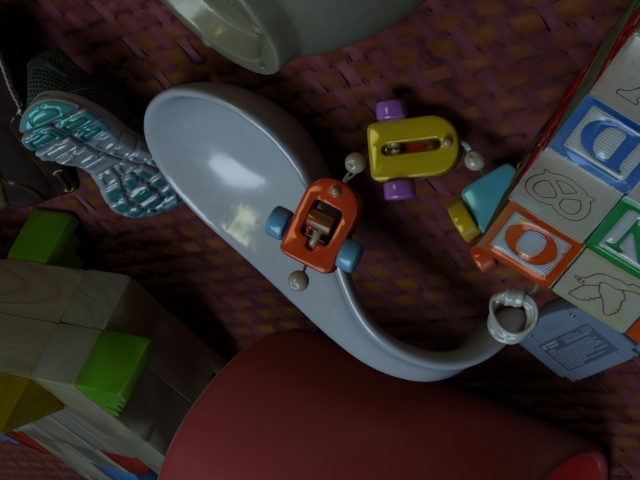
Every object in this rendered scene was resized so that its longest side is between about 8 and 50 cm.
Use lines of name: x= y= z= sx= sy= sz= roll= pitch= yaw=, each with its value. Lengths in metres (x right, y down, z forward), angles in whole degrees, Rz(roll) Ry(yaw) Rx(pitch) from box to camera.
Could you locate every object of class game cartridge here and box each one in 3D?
game cartridge: x=0.163 y=0.061 z=0.933 sx=0.056 sy=0.017 sz=0.083 roll=36 pitch=150 yaw=-11

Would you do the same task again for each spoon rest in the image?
spoon rest: x=0.000 y=0.000 z=0.936 sx=0.276 sy=0.084 sz=0.137 roll=37 pitch=150 yaw=-7

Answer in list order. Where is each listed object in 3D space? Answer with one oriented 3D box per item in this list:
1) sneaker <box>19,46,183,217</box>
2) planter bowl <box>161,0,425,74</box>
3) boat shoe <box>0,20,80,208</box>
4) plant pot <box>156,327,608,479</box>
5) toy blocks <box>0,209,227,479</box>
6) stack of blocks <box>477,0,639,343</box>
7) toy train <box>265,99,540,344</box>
sneaker: x=-0.141 y=-0.075 z=0.996 sx=0.065 sy=0.076 sz=0.166 roll=-26 pitch=146 yaw=15
planter bowl: x=-0.022 y=-0.146 z=0.674 sx=0.162 sy=0.109 sz=0.162 roll=38 pitch=167 yaw=11
boat shoe: x=-0.212 y=-0.098 z=1.025 sx=0.073 sy=0.073 sz=0.207 roll=-7 pitch=149 yaw=-4
plant pot: x=0.032 y=0.200 z=1.045 sx=0.243 sy=0.275 sz=0.275 roll=30 pitch=151 yaw=27
toy blocks: x=-0.210 y=0.123 z=1.255 sx=0.381 sy=0.191 sz=0.261 roll=7 pitch=152 yaw=37
stack of blocks: x=0.244 y=0.007 z=0.680 sx=0.297 sy=0.087 sz=0.171 roll=31 pitch=143 yaw=2
toy train: x=0.060 y=-0.010 z=0.851 sx=0.166 sy=0.125 sz=0.046 roll=21 pitch=-176 yaw=13
